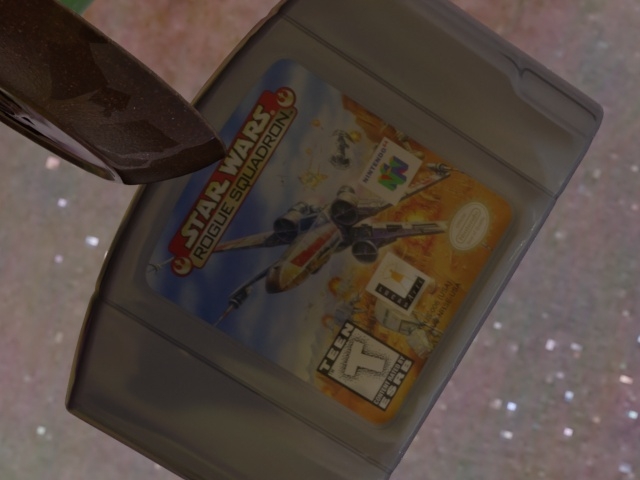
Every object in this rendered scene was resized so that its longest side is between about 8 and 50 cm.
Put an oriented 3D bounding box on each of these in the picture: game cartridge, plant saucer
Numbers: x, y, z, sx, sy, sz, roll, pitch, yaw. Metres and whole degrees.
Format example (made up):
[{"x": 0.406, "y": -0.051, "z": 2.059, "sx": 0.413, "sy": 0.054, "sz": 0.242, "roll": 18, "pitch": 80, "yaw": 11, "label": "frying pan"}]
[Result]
[{"x": 0.000, "y": 0.000, "z": 0.806, "sx": 0.297, "sy": 0.198, "sz": 0.062, "roll": -59, "pitch": -164, "yaw": -4, "label": "game cartridge"}, {"x": -0.131, "y": -0.075, "z": 0.611, "sx": 0.036, "sy": 0.198, "sz": 0.198, "roll": -58, "pitch": -160, "yaw": -6, "label": "plant saucer"}]

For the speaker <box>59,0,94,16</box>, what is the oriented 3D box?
[{"x": -0.203, "y": -0.144, "z": 0.851, "sx": 0.296, "sy": 0.131, "sz": 0.131, "roll": -57, "pitch": -169, "yaw": -33, "label": "speaker"}]
